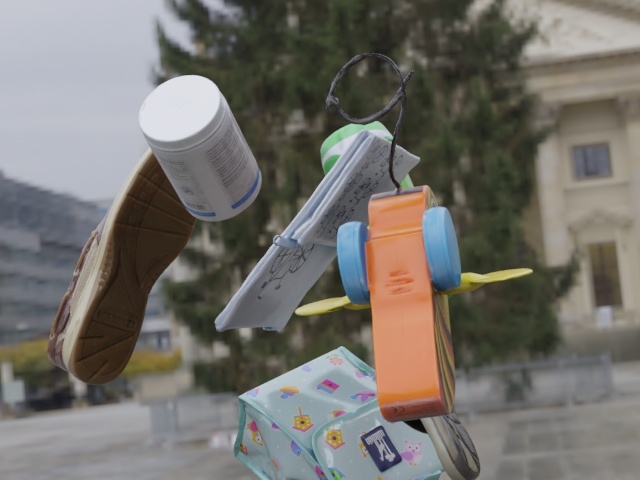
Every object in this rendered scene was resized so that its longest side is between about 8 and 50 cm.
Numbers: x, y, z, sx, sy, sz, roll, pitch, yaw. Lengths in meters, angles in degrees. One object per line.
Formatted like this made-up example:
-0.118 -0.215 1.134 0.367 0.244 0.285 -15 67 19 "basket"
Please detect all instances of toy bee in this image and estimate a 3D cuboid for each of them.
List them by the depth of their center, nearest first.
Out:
0.088 0.014 1.305 0.195 0.298 0.162 11 -11 19 "toy bee"

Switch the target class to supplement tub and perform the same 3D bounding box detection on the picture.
-0.094 -0.071 1.198 0.071 0.071 0.107 -7 -38 14 "supplement tub"

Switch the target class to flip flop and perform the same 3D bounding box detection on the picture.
0.129 0.221 1.973 0.080 0.277 0.112 -39 -50 14 "flip flop"

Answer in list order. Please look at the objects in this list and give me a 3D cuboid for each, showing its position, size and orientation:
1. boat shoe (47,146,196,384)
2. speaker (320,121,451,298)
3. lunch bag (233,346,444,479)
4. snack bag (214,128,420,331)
-0.269 0.018 2.000 0.123 0.342 0.123 25 -6 -40 "boat shoe"
0.101 -0.033 2.318 0.131 0.297 0.131 -19 -23 -8 "speaker"
0.035 0.298 2.219 0.223 0.160 0.262 -22 41 -36 "lunch bag"
0.000 0.000 2.087 0.342 0.037 0.323 -52 -12 6 "snack bag"
